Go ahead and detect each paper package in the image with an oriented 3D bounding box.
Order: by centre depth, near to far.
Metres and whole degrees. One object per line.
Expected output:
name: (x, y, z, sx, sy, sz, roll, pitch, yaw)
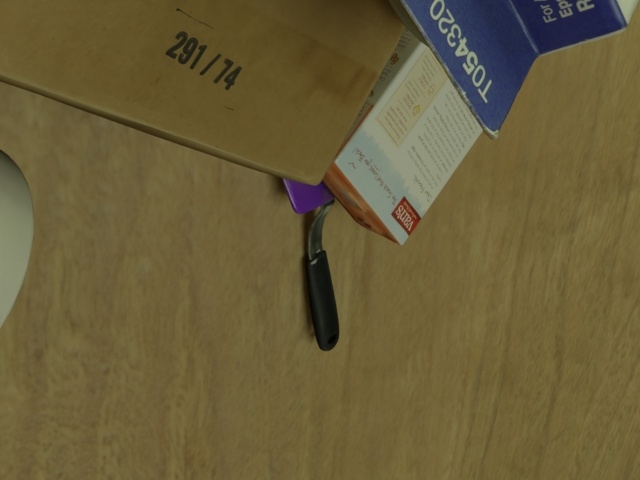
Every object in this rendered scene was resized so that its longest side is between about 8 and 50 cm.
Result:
paper package: (-0.083, -0.224, 0.672, 0.325, 0.168, 0.309, 14, 110, -49)

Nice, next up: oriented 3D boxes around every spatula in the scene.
spatula: (0.000, 0.000, 1.039, 0.084, 0.030, 0.296, -33, 139, -30)

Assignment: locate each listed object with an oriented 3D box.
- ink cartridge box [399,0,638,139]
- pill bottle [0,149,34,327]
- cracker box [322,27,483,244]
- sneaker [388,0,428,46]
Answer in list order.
ink cartridge box: (0.111, -0.282, 0.579, 0.324, 0.071, 0.330, 50, 56, -36)
pill bottle: (-0.345, -0.054, 0.500, 0.229, 0.229, 0.408, -53, 141, 2)
cracker box: (0.088, -0.132, 0.971, 0.232, 0.067, 0.156, -55, 142, -10)
sneaker: (0.067, -0.220, 0.639, 0.121, 0.079, 0.217, -56, 142, -10)
